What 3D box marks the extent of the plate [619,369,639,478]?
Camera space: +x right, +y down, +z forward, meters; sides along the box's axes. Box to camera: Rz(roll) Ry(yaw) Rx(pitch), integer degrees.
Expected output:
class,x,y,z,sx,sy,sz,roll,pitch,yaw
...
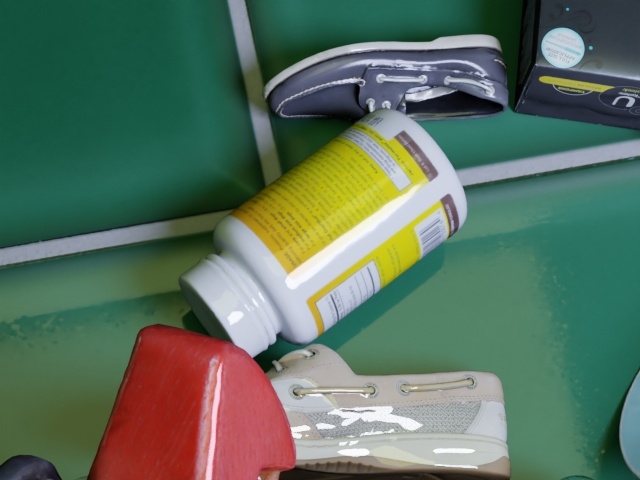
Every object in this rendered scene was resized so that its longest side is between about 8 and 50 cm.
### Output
class,x,y,z,sx,sy,sz,roll,pitch,yaw
plate,0.301,0.108,1.119,0.024,0.188,0.188,39,72,-18

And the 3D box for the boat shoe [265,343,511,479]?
class,x,y,z,sx,sy,sz,roll,pitch,yaw
boat shoe,-0.006,0.133,1.123,0.302,0.109,0.098,4,67,-9

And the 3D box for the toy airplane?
class,x,y,z,sx,sy,sz,roll,pitch,yaw
toy airplane,-0.066,0.285,0.947,0.386,0.384,0.272,52,33,11

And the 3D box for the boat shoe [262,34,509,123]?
class,x,y,z,sx,sy,sz,roll,pitch,yaw
boat shoe,0.057,-0.120,1.222,0.206,0.075,0.065,-10,70,-12

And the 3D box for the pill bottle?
class,x,y,z,sx,sy,sz,roll,pitch,yaw
pill bottle,0.000,0.000,1.156,0.215,0.117,0.117,-36,78,-14

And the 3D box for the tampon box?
class,x,y,z,sx,sy,sz,roll,pitch,yaw
tampon box,0.232,-0.189,1.240,0.120,0.101,0.161,7,72,-1

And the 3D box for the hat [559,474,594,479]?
class,x,y,z,sx,sy,sz,roll,pitch,yaw
hat,0.117,0.255,1.128,0.173,0.183,0.209,-26,105,-50
